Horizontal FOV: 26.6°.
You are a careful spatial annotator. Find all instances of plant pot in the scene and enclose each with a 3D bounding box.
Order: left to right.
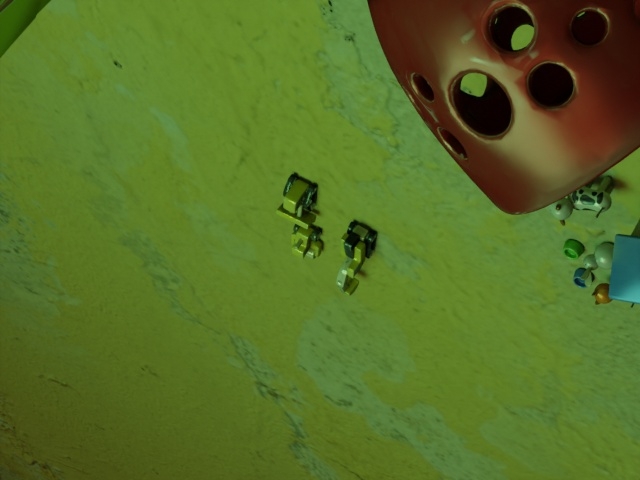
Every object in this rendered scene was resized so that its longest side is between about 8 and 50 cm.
[{"bbox_3d":[0.108,-0.136,0.672,0.174,0.191,0.191,47,150,-4],"label":"plant pot"}]

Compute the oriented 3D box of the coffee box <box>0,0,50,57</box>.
[{"bbox_3d":[-0.280,-0.272,0.717,0.334,0.338,0.337,37,152,-3],"label":"coffee box"}]

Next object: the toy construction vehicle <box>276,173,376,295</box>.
[{"bbox_3d":[0.000,0.000,1.133,0.085,0.035,0.098,29,150,12],"label":"toy construction vehicle"}]

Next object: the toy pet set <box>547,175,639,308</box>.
[{"bbox_3d":[0.197,0.019,0.921,0.114,0.065,0.122,10,143,38],"label":"toy pet set"}]
